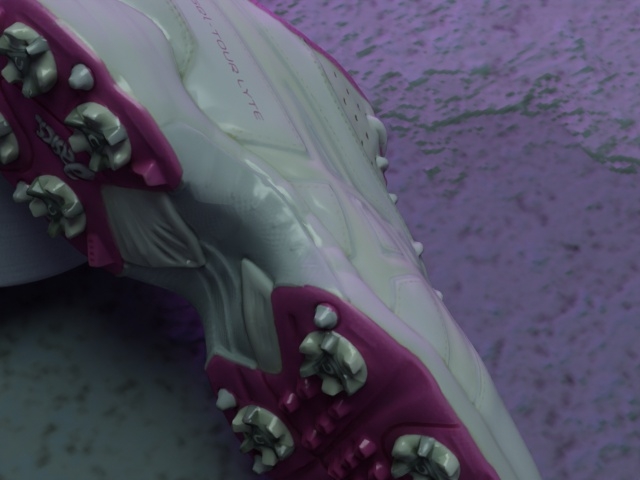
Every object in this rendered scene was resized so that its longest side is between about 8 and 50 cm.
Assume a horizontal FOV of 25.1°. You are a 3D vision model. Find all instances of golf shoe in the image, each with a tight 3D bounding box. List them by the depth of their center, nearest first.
[{"bbox_3d":[0.000,0.000,0.559,0.306,0.115,0.140,51,49,-8],"label":"golf shoe"}]

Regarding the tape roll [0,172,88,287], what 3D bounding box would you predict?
[{"bbox_3d":[-0.140,-0.094,0.588,0.219,0.219,0.072,-36,37,-30],"label":"tape roll"}]
